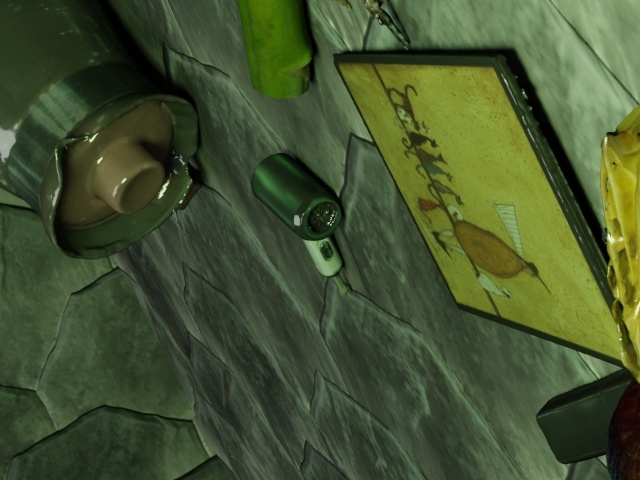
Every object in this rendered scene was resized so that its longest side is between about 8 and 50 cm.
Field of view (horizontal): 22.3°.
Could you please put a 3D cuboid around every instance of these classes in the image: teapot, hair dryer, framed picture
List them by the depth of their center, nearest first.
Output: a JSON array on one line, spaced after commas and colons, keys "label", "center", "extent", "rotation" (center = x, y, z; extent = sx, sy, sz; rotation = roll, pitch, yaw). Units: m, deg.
[{"label": "framed picture", "center": [0.121, -0.032, 1.255], "extent": [0.255, 0.014, 0.338], "rotation": [62, 166, -15]}, {"label": "hair dryer", "center": [0.000, 0.000, 1.701], "extent": [0.100, 0.057, 0.198], "rotation": [45, 169, 43]}, {"label": "teapot", "center": [-0.317, -0.155, 2.032], "extent": [0.362, 0.305, 0.376], "rotation": [43, -172, 27]}]

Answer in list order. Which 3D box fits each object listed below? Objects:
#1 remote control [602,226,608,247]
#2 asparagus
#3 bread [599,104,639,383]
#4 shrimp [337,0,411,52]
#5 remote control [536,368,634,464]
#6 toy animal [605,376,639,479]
[{"label": "remote control", "center": [0.216, 0.034, 1.090], "extent": [0.096, 0.014, 0.039], "rotation": [62, 166, -10]}, {"label": "asparagus", "center": [-0.043, -0.201, 1.386], "extent": [0.067, 0.060, 0.278], "rotation": [40, 160, 25]}, {"label": "bread", "center": [0.237, 0.031, 0.765], "extent": [0.227, 0.142, 0.253], "rotation": [47, 165, 35]}, {"label": "shrimp", "center": [0.000, -0.217, 1.184], "extent": [0.233, 0.079, 0.090], "rotation": [45, 176, -27]}, {"label": "remote control", "center": [0.222, 0.139, 1.269], "extent": [0.063, 0.025, 0.245], "rotation": [61, 166, 7]}, {"label": "toy animal", "center": [0.238, 0.145, 1.035], "extent": [0.218, 0.116, 0.179], "rotation": [50, 165, 55]}]
